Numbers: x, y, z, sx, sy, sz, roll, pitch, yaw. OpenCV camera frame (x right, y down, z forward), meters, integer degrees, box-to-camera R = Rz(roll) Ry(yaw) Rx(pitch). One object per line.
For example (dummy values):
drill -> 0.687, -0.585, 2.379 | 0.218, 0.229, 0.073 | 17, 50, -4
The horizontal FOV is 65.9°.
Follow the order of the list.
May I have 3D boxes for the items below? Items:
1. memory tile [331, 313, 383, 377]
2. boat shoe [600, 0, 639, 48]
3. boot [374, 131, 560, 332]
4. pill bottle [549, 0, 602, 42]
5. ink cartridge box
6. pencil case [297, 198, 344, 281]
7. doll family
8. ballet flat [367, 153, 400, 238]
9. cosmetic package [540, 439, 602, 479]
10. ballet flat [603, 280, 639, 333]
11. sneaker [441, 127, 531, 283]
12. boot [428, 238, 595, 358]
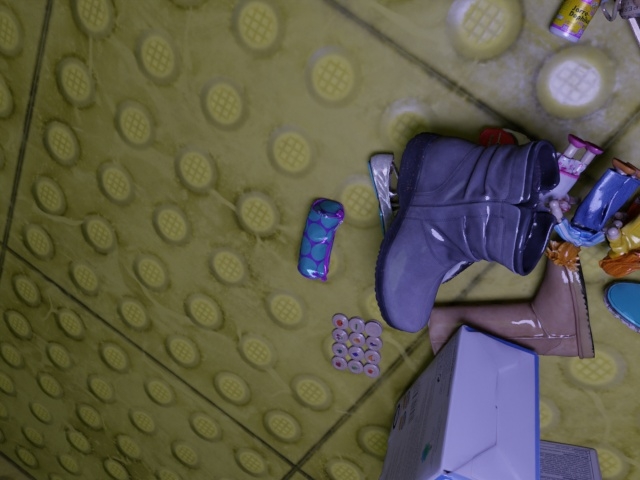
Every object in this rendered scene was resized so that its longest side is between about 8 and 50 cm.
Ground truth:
memory tile -> 0.077, 0.227, 1.059 | 0.113, 0.012, 0.148 | 9, 116, 18
boat shoe -> 0.423, -0.273, 0.606 | 0.089, 0.104, 0.285 | -39, 100, 16
boot -> 0.204, 0.014, 0.721 | 0.222, 0.118, 0.338 | 24, 116, 46
pill bottle -> 0.351, -0.316, 0.668 | 0.043, 0.043, 0.083 | 28, 121, 8
ink cartridge box -> 0.219, 0.376, 0.883 | 0.151, 0.270, 0.395 | 24, 136, 2
pencil case -> 0.000, 0.000, 0.953 | 0.070, 0.064, 0.152 | 30, 124, 26
doll family -> 0.404, -0.027, 0.695 | 0.263, 0.118, 0.163 | 16, 122, -14
ballet flat -> 0.125, -0.071, 0.874 | 0.052, 0.057, 0.168 | -9, 110, 16
cosmetic package -> 0.427, 0.517, 0.882 | 0.153, 0.296, 0.129 | 3, 114, 22
ballet flat -> 0.569, 0.133, 0.766 | 0.241, 0.077, 0.091 | 20, 77, 31
sneaker -> 0.250, -0.056, 0.820 | 0.118, 0.107, 0.279 | 36, 121, 25
boot -> 0.318, 0.124, 0.866 | 0.269, 0.089, 0.236 | -8, 110, 27
